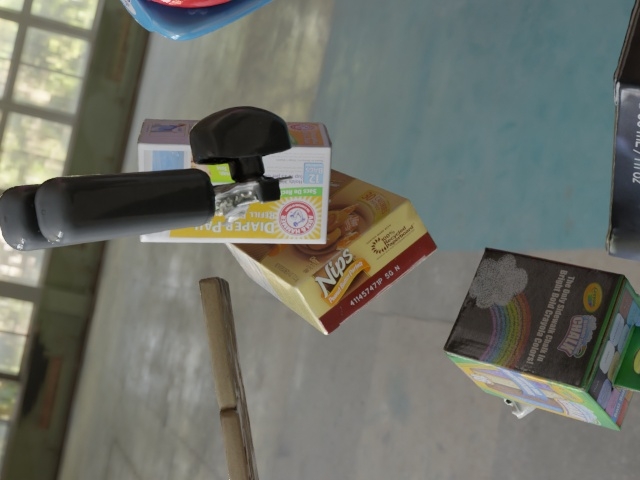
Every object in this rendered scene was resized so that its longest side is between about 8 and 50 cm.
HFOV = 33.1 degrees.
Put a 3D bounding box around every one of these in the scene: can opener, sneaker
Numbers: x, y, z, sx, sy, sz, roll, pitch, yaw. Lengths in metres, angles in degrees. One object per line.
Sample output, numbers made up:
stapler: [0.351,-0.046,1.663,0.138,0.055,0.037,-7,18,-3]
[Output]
can opener: [-0.122,-0.045,0.813,0.074,0.280,0.093,-10,94,34]
sneaker: [0.343,0.257,1.933,0.061,0.053,0.152,-48,29,16]

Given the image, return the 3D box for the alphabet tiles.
alphabet tiles: [-0.022,0.132,0.415,0.198,0.009,0.237,153,108,-85]

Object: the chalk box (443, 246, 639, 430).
chalk box: [0.265,0.108,1.133,0.213,0.132,0.132,14,72,36]

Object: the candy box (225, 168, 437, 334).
candy box: [0.000,0.000,1.448,0.183,0.088,0.316,-37,22,-11]

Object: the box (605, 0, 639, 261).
box: [0.506,-0.108,1.077,0.293,0.395,0.212,71,-145,-54]

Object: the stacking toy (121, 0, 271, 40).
stacking toy: [-0.105,-0.313,0.836,0.175,0.165,0.302,55,164,18]

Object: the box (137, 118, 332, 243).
box: [-0.093,-0.065,1.170,0.103,0.203,0.114,-102,13,-69]
